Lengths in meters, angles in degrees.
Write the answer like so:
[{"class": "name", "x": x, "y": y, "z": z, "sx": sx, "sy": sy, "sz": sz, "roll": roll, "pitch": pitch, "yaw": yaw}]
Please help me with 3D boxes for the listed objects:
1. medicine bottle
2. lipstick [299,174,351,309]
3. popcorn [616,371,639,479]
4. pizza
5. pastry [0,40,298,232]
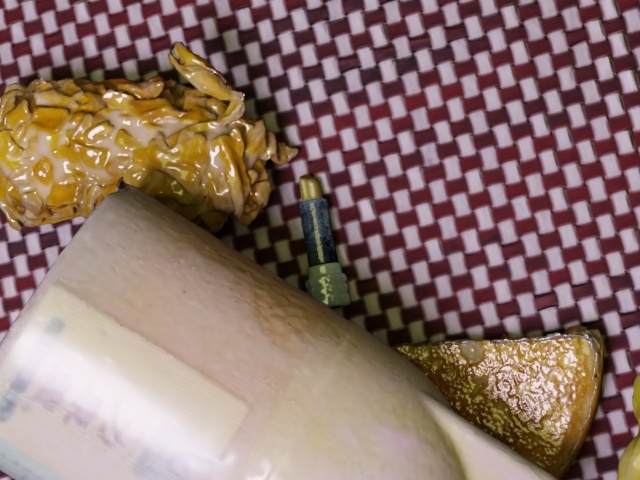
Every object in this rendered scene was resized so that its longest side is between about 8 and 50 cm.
[{"class": "medicine bottle", "x": -0.040, "y": 0.159, "z": 1.009, "sx": 0.406, "sy": 0.236, "sz": 0.235, "roll": 33, "pitch": 95, "yaw": -2}, {"class": "lipstick", "x": 0.000, "y": 0.000, "z": 1.116, "sx": 0.037, "sy": 0.037, "sz": 0.116, "roll": -10, "pitch": 83, "yaw": 11}, {"class": "popcorn", "x": 0.342, "y": 0.166, "z": 0.913, "sx": 0.312, "sy": 0.312, "sz": 0.312, "roll": 0, "pitch": 89, "yaw": 11}, {"class": "pizza", "x": 0.130, "y": 0.139, "z": 1.086, "sx": 0.176, "sy": 0.036, "sz": 0.184, "roll": 17, "pitch": 94, "yaw": 13}, {"class": "pastry", "x": -0.150, "y": -0.081, "z": 1.112, "sx": 0.250, "sy": 0.102, "sz": 0.154, "roll": -1, "pitch": 91, "yaw": 13}]
